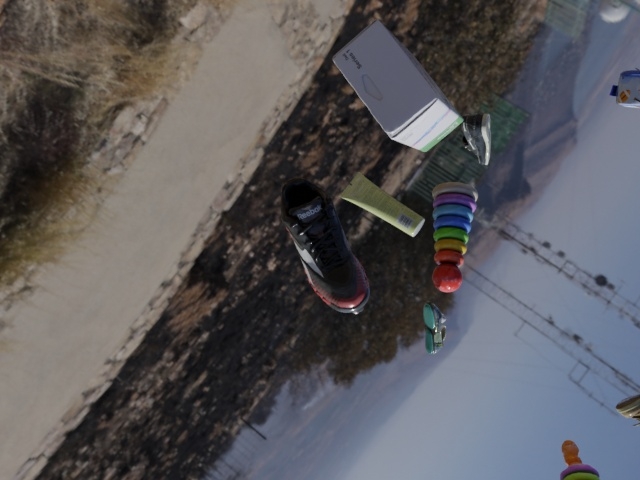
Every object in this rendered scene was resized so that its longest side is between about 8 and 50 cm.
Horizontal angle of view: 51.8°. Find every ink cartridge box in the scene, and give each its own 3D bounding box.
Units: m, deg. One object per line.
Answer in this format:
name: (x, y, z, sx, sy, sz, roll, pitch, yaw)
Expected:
ink cartridge box: (0.165, -0.300, 1.327, 0.117, 0.201, 0.278, -38, 168, 18)

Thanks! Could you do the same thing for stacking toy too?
stacking toy: (0.716, 0.682, 1.811, 0.302, 0.165, 0.175, -83, 175, -52)
stacking toy: (0.400, -0.004, 2.001, 0.141, 0.141, 0.330, 82, 15, -70)

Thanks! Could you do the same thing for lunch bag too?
lunch bag: (0.903, -0.399, 1.744, 0.303, 0.243, 0.115, -20, 117, -62)

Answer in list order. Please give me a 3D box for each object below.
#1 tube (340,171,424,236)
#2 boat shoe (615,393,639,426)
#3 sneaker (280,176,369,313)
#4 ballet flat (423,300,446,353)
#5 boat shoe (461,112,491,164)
tube: (0.178, -0.099, 1.848, 0.070, 0.240, 0.062, -37, 155, -52)
boat shoe: (0.924, 0.459, 1.818, 0.285, 0.089, 0.104, -2, 155, -35)
sneaker: (-0.001, 0.000, 1.154, 0.097, 0.276, 0.135, -25, 154, -2)
ballet flat: (0.341, 0.250, 1.950, 0.070, 0.070, 0.188, -41, 138, -42)
boat shoe: (0.441, -0.286, 1.856, 0.233, 0.079, 0.084, 49, 46, -62)
